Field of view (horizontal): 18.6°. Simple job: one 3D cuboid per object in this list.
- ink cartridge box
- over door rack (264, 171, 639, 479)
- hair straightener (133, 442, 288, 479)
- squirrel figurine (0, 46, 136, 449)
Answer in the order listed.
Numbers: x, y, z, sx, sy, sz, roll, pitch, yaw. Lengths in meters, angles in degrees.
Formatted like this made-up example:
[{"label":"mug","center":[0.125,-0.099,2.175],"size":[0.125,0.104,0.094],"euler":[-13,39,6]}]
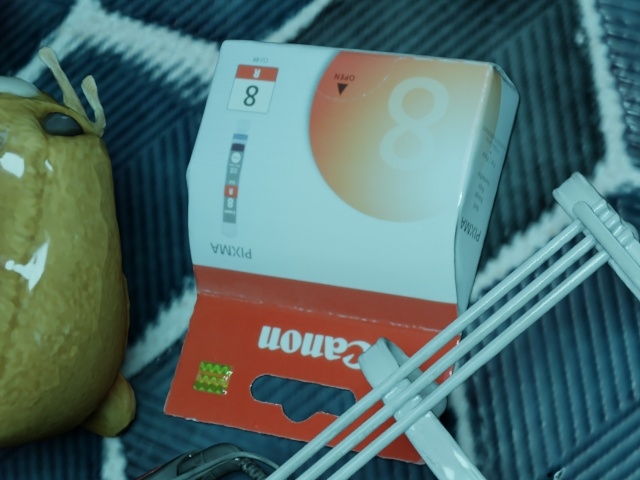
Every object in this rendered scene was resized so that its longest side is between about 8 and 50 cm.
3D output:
[{"label":"ink cartridge box","center":[0.000,0.000,0.893],"size":[0.145,0.045,0.179],"euler":[8,74,29]},{"label":"over door rack","center":[0.102,0.157,0.740],"size":[0.239,0.108,0.324],"euler":[-41,47,7]},{"label":"hair straightener","center":[-0.120,0.151,0.878],"size":[0.230,0.089,0.047],"euler":[-24,93,11]},{"label":"squirrel figurine","center":[-0.267,0.014,0.930],"size":[0.370,0.281,0.397],"euler":[36,104,21]}]
